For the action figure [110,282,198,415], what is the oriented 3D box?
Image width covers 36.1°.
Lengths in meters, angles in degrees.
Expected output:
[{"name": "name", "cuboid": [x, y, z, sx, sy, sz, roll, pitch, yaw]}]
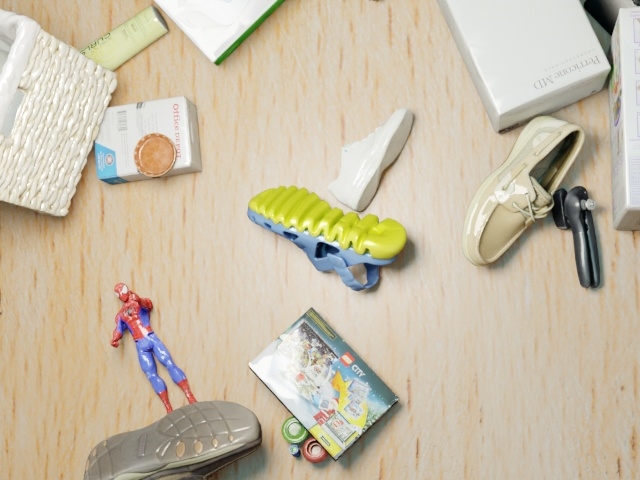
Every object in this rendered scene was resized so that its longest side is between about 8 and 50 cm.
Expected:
[{"name": "action figure", "cuboid": [-0.329, 0.198, 1.826, 0.091, 0.139, 0.280, -30, 76, 5]}]

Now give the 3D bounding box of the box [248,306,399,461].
[{"name": "box", "cuboid": [0.005, 0.258, 1.777, 0.159, 0.044, 0.233, -41, 77, -12]}]

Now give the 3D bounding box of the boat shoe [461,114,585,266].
[{"name": "boat shoe", "cuboid": [0.357, -0.083, 1.725, 0.302, 0.109, 0.098, -56, 34, -4]}]

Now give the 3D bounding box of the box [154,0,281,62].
[{"name": "box", "cuboid": [-0.186, -0.506, 1.863, 0.262, 0.127, 0.231, -43, 96, 3]}]

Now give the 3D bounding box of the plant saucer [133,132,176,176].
[{"name": "plant saucer", "cuboid": [-0.310, -0.160, 1.844, 0.083, 0.013, 0.084, -1, 86, 11]}]

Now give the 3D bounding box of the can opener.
[{"name": "can opener", "cuboid": [0.465, -0.007, 1.742, 0.059, 0.073, 0.186, -9, 82, -30]}]

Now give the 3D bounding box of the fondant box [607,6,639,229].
[{"name": "fondant box", "cuboid": [0.542, -0.196, 1.650, 0.096, 0.238, 0.331, -2, 82, 11]}]

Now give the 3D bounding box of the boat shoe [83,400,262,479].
[{"name": "boat shoe", "cuboid": [-0.256, 0.394, 1.790, 0.355, 0.130, 0.132, -18, 39, 18]}]

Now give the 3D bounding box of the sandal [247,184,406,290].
[{"name": "sandal", "cuboid": [0.000, 0.000, 1.797, 0.317, 0.126, 0.138, 24, 128, 24]}]

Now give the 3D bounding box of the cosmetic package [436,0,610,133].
[{"name": "cosmetic package", "cuboid": [0.338, -0.411, 1.760, 0.217, 0.156, 0.385, -25, 78, 5]}]

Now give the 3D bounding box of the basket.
[{"name": "basket", "cuboid": [-0.616, -0.245, 1.832, 0.331, 0.266, 0.328, 19, 87, 31]}]

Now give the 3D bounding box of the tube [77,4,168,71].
[{"name": "tube", "cuboid": [-0.415, -0.377, 1.955, 0.240, 0.062, 0.070, -30, 38, 11]}]

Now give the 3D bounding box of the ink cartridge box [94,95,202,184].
[{"name": "ink cartridge box", "cuboid": [-0.334, -0.192, 1.900, 0.190, 0.082, 0.140, -7, 82, 9]}]

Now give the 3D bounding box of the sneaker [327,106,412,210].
[{"name": "sneaker", "cuboid": [0.086, -0.165, 1.823, 0.094, 0.080, 0.212, 33, 91, 25]}]

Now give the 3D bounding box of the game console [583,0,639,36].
[{"name": "game console", "cuboid": [0.566, -0.430, 1.792, 0.107, 0.071, 0.122, -34, 77, -26]}]

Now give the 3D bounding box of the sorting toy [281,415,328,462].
[{"name": "sorting toy", "cuboid": [-0.030, 0.371, 1.794, 0.061, 0.042, 0.102, -43, 65, -12]}]
